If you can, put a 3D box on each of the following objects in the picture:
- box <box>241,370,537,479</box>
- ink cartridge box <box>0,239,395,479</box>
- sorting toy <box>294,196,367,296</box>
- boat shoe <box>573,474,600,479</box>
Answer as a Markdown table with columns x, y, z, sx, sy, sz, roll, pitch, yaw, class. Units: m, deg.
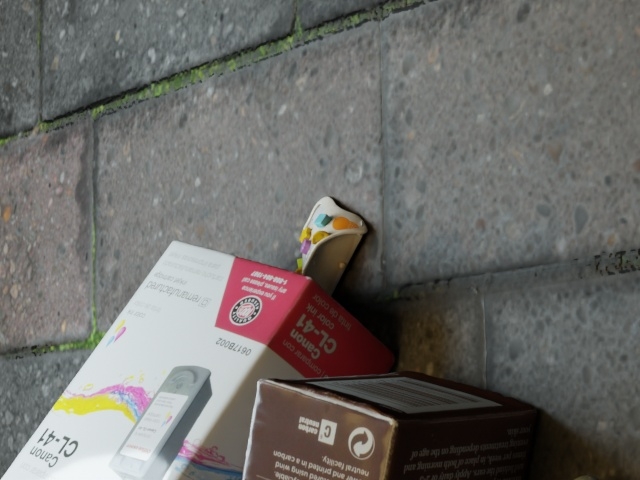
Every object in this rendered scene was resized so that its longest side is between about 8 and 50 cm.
| x | y | z | sx | sy | sz | roll | pitch | yaw | class |
| --- | --- | --- | --- | --- | --- | --- | --- | --- | --- |
| 0.030 | 0.296 | 1.438 | 0.143 | 0.191 | 0.381 | 13 | 96 | 38 | box |
| -0.115 | 0.167 | 1.608 | 0.226 | 0.131 | 0.306 | 14 | 63 | 52 | ink cartridge box |
| 0.000 | 0.000 | 1.668 | 0.075 | 0.045 | 0.083 | -105 | 36 | -56 | sorting toy |
| 0.159 | 0.268 | 1.388 | 0.227 | 0.079 | 0.081 | -61 | 33 | 23 | boat shoe |
